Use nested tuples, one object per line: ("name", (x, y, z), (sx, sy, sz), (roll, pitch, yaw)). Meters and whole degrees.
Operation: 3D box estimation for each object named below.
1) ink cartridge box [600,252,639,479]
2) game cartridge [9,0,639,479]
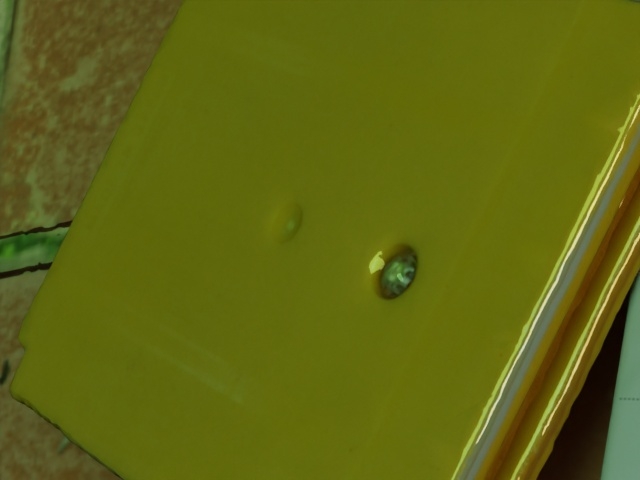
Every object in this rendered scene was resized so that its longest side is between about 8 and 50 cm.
("ink cartridge box", (0.283, -0.016, 0.657), (0.330, 0.071, 0.324), (-1, 68, 34))
("game cartridge", (0.000, 0.000, 0.810), (0.324, 0.053, 0.285), (25, 88, 50))
